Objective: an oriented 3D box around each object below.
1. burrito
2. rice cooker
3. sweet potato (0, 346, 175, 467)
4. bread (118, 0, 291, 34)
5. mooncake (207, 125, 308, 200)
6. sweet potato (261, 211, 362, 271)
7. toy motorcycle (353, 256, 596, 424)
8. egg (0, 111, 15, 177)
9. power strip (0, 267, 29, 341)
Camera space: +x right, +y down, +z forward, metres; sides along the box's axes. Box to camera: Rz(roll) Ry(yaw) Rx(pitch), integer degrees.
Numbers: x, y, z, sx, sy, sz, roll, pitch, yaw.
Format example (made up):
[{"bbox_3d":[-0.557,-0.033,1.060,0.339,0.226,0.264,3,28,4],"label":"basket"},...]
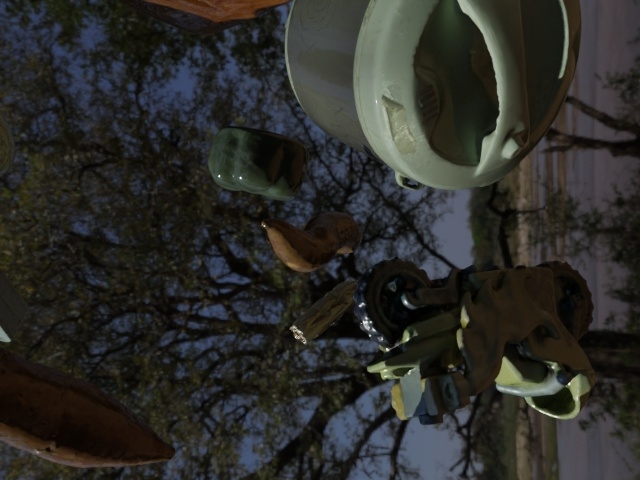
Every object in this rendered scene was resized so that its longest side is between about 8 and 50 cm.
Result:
[{"bbox_3d":[0.015,0.108,0.965,0.185,0.045,0.041,-37,-33,-47],"label":"burrito"},{"bbox_3d":[0.122,-0.217,0.676,0.277,0.288,0.288,39,146,54],"label":"rice cooker"},{"bbox_3d":[-0.180,0.094,0.352,0.218,0.065,0.051,31,-114,-24],"label":"sweet potato"},{"bbox_3d":[-0.233,-0.526,1.130,0.333,0.323,0.143,3,-97,-50],"label":"bread"},{"bbox_3d":[-0.107,-0.128,1.023,0.168,0.175,0.104,11,-92,-55],"label":"mooncake"},{"bbox_3d":[0.000,0.000,0.748,0.281,0.059,0.067,-20,-57,-71],"label":"sweet potato"},{"bbox_3d":[0.240,0.140,0.847,0.169,0.410,0.237,135,133,-59],"label":"toy motorcycle"},{"bbox_3d":[-0.767,-0.247,1.140,0.371,0.230,0.230,36,-138,-17],"label":"egg"},{"bbox_3d":[-0.724,0.101,1.124,0.229,0.261,0.141,104,-177,-57],"label":"power strip"}]
